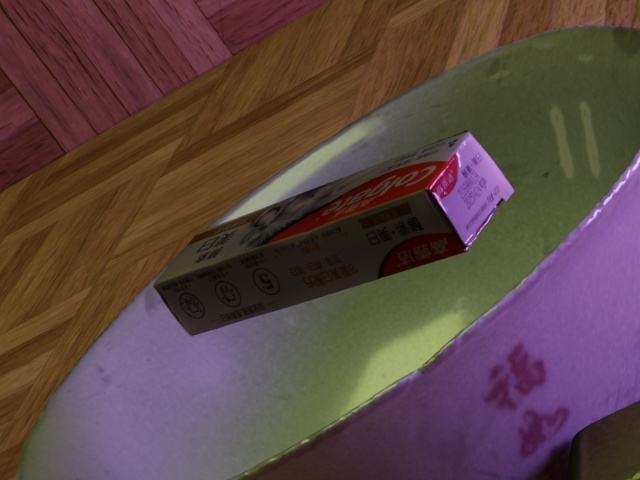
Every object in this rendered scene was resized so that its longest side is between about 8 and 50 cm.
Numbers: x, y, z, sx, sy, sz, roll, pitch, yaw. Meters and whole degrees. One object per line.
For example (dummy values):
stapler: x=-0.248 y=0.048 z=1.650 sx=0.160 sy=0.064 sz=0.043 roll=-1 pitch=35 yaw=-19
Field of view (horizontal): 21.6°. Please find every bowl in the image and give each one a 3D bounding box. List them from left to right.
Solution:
bowl: x=0.058 y=0.080 z=0.958 sx=0.435 sy=0.196 sz=0.435 roll=-34 pitch=17 yaw=12

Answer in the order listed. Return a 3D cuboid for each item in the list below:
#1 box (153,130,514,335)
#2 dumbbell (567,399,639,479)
box: x=0.000 y=0.000 z=0.879 sx=0.218 sy=0.039 sz=0.055 roll=-18 pitch=23 yaw=46
dumbbell: x=0.258 y=0.081 z=0.743 sx=0.302 sy=0.121 sz=0.108 roll=-29 pitch=49 yaw=18
